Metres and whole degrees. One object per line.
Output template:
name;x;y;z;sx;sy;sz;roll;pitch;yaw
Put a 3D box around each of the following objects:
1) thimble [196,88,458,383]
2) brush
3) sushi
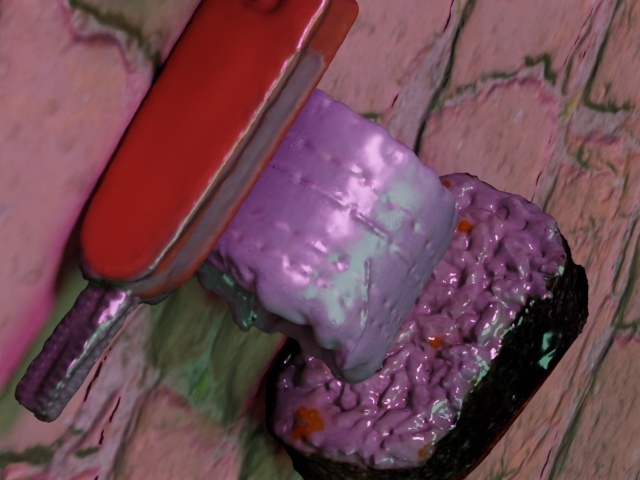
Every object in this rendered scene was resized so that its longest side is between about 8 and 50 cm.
thimble;-0.002;-0.002;1.032;0.118;0.127;0.151;-56;157;-10
brush;-0.061;-0.049;0.965;0.323;0.070;0.051;-58;149;-5
sushi;0.068;0.070;1.201;0.225;0.136;0.126;-52;147;-6
